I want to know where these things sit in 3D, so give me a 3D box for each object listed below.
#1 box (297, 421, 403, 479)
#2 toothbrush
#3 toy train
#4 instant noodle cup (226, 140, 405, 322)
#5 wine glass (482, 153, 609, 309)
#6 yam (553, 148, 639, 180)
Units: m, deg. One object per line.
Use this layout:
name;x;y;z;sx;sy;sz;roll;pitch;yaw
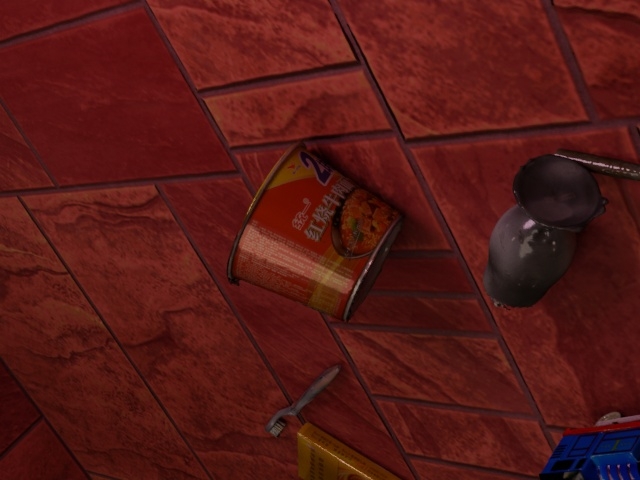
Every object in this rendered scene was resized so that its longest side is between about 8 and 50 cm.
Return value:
box;0.074;0.447;1.983;0.269;0.043;0.152;28;144;23
toothbrush;-0.034;0.286;1.936;0.037;0.028;0.375;37;147;0
toy train;0.391;0.281;1.389;0.083;0.131;0.204;51;146;-10
instant noodle cup;0.000;0.000;1.445;0.174;0.213;0.213;29;144;9
wine glass;0.249;-0.001;1.250;0.103;0.103;0.222;34;155;14
yam;0.308;-0.081;1.181;0.116;0.021;0.021;16;137;34
